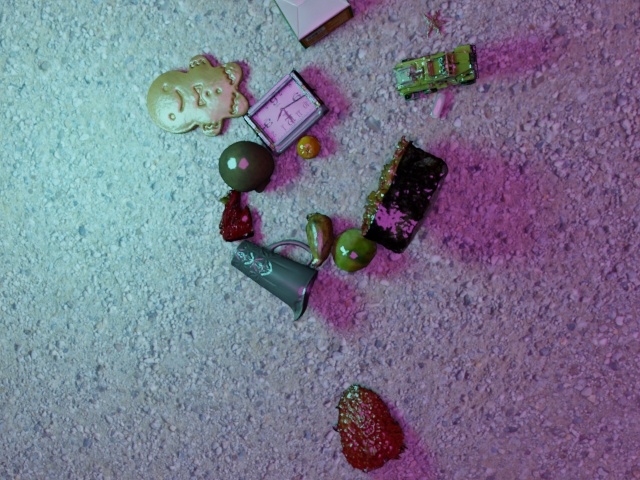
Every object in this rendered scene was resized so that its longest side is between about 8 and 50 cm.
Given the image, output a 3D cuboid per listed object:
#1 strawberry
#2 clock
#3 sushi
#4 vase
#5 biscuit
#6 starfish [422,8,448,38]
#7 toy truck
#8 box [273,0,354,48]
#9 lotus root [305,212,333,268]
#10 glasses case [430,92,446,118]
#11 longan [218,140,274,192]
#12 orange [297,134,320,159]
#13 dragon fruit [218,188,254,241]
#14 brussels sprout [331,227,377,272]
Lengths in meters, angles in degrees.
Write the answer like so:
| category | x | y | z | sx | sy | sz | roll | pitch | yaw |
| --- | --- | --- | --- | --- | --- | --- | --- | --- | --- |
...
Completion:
| category | x | y | z | sx | sy | sz | roll | pitch | yaw |
| --- | --- | --- | --- | --- | --- | --- | --- | --- | --- |
| strawberry | 0.150 | 0.675 | 1.981 | 0.233 | 0.138 | 0.306 | -31 | 95 | 12 |
| clock | -0.113 | -0.423 | 1.868 | 0.253 | 0.083 | 0.186 | -40 | 93 | 11 |
| sushi | 0.260 | -0.130 | 1.798 | 0.207 | 0.234 | 0.348 | 27 | 78 | 6 |
| vase | -0.150 | 0.100 | 1.932 | 0.301 | 0.156 | 0.251 | 28 | 85 | 8 |
| biscuit | -0.422 | -0.485 | 1.915 | 0.355 | 0.052 | 0.275 | -7 | 98 | 7 |
| starfish | 0.358 | -0.694 | 1.803 | 0.086 | 0.016 | 0.092 | 26 | 104 | 5 |
| toy truck | 0.351 | -0.521 | 1.741 | 0.259 | 0.135 | 0.128 | -5 | 97 | 27 |
| box | -0.024 | -0.741 | 1.775 | 0.195 | 0.148 | 0.177 | -32 | 91 | 11 |
| lotus root | 0.000 | 0.000 | 1.890 | 0.094 | 0.108 | 0.190 | -7 | 75 | 4 |
| glasses case | 0.384 | -0.439 | 1.834 | 0.032 | 0.021 | 0.083 | 18 | 101 | 2 |
| longan | -0.240 | -0.238 | 1.879 | 0.185 | 0.159 | 0.204 | -18 | 133 | 15 |
| orange | -0.039 | -0.311 | 1.878 | 0.083 | 0.070 | 0.083 | -3 | 119 | -6 |
| dragon fruit | -0.297 | -0.089 | 1.928 | 0.122 | 0.092 | 0.192 | 5 | 93 | 20 |
| brussels sprout | 0.109 | 0.035 | 1.892 | 0.149 | 0.122 | 0.151 | 25 | 102 | 0 |
